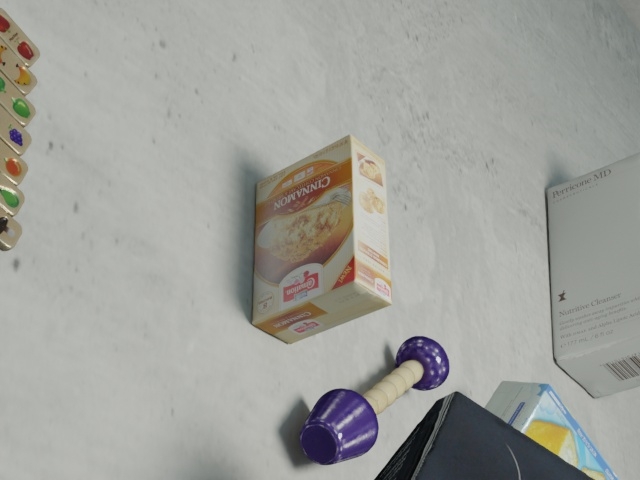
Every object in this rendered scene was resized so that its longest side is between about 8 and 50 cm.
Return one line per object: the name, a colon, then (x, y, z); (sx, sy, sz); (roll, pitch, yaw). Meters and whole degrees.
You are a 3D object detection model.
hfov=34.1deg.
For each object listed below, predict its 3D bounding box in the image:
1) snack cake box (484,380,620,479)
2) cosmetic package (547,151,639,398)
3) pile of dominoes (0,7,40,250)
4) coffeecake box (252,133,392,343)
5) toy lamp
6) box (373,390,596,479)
snack cake box: (0.296, 0.328, 1.360); (0.264, 0.089, 0.152); (52, 59, -23)
cosmetic package: (0.523, 0.054, 1.807); (0.156, 0.217, 0.385); (40, 39, -35)
pile of dominoes: (-0.309, -0.134, 0.864); (0.196, 0.040, 0.251); (30, 47, -43)
coffeecake box: (0.000, 0.000, 1.135); (0.068, 0.142, 0.186); (32, 45, -41)
toy lamp: (0.062, 0.179, 1.177); (0.274, 0.080, 0.080); (-23, 90, -61)
box: (0.169, 0.454, 0.780); (0.479, 0.297, 0.472); (33, 34, 4)
